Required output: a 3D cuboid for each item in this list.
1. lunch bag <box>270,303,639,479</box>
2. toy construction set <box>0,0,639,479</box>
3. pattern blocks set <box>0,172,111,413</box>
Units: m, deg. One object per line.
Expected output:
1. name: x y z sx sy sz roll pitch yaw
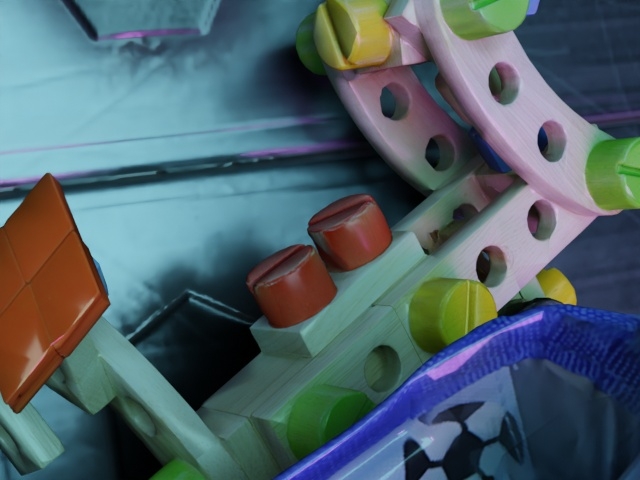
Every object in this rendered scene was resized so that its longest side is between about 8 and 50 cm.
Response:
1. lunch bag: 0.032 0.253 0.342 0.239 0.328 0.385 14 52 22
2. toy construction set: 0.000 0.000 0.471 0.327 0.151 0.215 -33 110 -16
3. pattern blocks set: -0.212 0.014 0.392 0.285 0.026 0.325 13 73 8
